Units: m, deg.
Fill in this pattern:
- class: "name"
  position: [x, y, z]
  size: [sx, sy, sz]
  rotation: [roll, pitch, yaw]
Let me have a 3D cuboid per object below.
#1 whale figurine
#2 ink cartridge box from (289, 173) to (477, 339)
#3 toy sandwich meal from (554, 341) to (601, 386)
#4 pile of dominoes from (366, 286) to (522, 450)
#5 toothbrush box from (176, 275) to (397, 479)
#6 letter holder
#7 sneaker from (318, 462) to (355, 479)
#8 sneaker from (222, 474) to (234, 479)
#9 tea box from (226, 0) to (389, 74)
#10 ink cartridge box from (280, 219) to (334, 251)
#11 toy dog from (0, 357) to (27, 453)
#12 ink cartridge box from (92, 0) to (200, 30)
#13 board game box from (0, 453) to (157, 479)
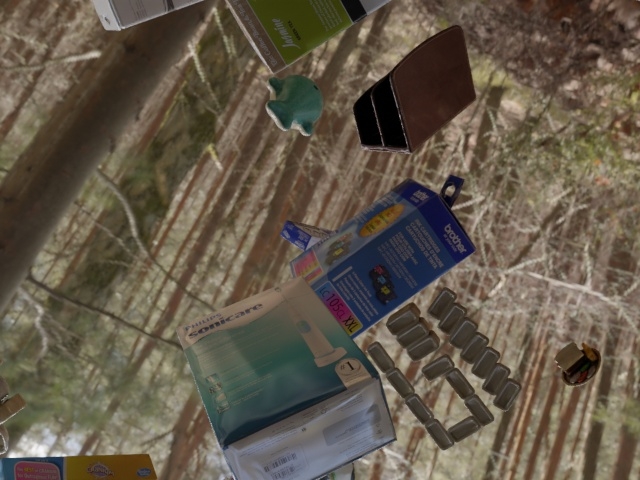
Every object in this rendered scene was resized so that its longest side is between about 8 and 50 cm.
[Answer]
- class: "whale figurine"
  position: [-0.079, -0.428, 2.199]
  size: [0.141, 0.272, 0.216]
  rotation: [-33, 99, 23]
- class: "ink cartridge box"
  position: [0.140, 0.016, 1.457]
  size: [0.151, 0.396, 0.270]
  rotation: [55, -179, -13]
- class: "toy sandwich meal"
  position: [0.425, 0.203, 1.171]
  size: [0.029, 0.085, 0.086]
  rotation: [41, 154, -14]
- class: "pile of dominoes"
  position: [0.221, 0.222, 1.251]
  size: [0.196, 0.040, 0.251]
  rotation: [-37, 91, 20]
- class: "toothbrush box"
  position: [-0.060, 0.197, 0.999]
  size: [0.295, 0.217, 0.126]
  rotation: [46, 155, 57]
- class: "letter holder"
  position: [0.220, -0.376, 1.707]
  size: [0.152, 0.302, 0.214]
  rotation: [12, 131, 42]
- class: "sneaker"
  position: [-0.079, 0.374, 1.492]
  size: [0.410, 0.182, 0.158]
  rotation: [64, 162, -2]
- class: "sneaker"
  position: [-0.101, 0.459, 1.322]
  size: [0.095, 0.237, 0.104]
  rotation: [61, -174, 8]
- class: "tea box"
  position: [-0.040, -0.562, 1.609]
  size: [0.219, 0.324, 0.329]
  rotation: [58, -176, -18]
- class: "ink cartridge box"
  position: [0.000, 0.000, 1.827]
  size: [0.097, 0.046, 0.207]
  rotation: [33, -167, 36]
- class: "toy dog"
  position: [-0.848, 0.404, 1.686]
  size: [0.220, 0.161, 0.333]
  rotation: [43, 126, 9]
- class: "ink cartridge box"
  position: [-0.307, -0.471, 1.323]
  size: [0.159, 0.218, 0.092]
  rotation: [29, 144, 59]
- class: "board game box"
  position: [-0.517, 0.509, 1.373]
  size: [0.317, 0.242, 0.064]
  rotation: [18, -146, -48]
